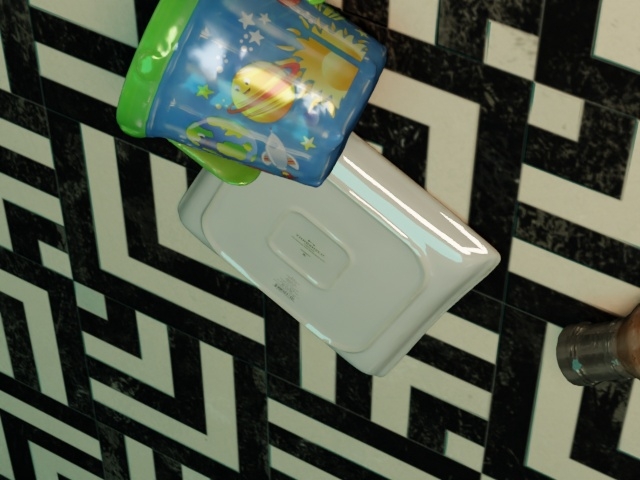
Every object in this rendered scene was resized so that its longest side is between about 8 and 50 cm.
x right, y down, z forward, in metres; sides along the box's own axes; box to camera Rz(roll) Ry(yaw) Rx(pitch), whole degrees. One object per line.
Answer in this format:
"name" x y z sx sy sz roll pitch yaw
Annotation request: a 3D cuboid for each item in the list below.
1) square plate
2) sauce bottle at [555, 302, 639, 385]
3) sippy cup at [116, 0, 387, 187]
"square plate" 0.000 0.000 1.864 0.347 0.049 0.344 39 143 1
"sauce bottle" 0.393 0.100 1.580 0.344 0.111 0.111 -16 117 47
"sippy cup" -0.061 -0.174 1.612 0.224 0.240 0.305 26 -179 1
